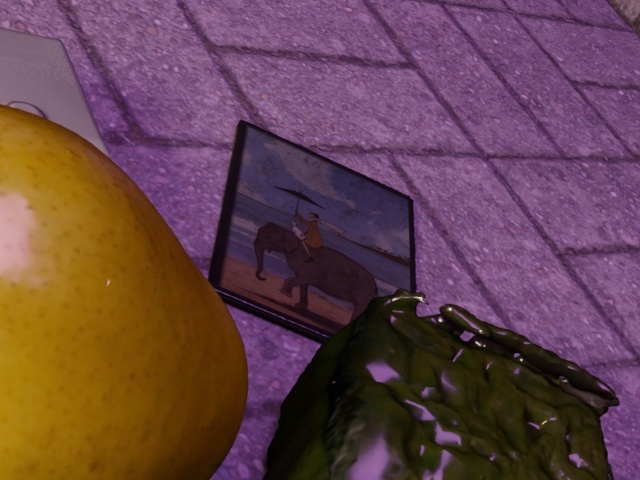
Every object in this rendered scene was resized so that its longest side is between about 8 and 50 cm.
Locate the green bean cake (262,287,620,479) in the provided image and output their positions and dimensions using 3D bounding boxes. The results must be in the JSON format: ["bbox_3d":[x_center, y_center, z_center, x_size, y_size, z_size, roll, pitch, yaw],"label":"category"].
[{"bbox_3d":[0.122,0.241,1.115,0.335,0.218,0.319,23,36,-13],"label":"green bean cake"}]

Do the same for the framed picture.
[{"bbox_3d":[0.000,0.000,1.484,0.265,0.016,0.347,24,35,-13],"label":"framed picture"}]

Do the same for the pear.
[{"bbox_3d":[-0.255,0.083,0.868,0.418,0.362,0.362,22,35,-33],"label":"pear"}]

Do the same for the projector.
[{"bbox_3d":[-0.325,-0.095,1.204,0.177,0.163,0.242,6,39,-34],"label":"projector"}]
